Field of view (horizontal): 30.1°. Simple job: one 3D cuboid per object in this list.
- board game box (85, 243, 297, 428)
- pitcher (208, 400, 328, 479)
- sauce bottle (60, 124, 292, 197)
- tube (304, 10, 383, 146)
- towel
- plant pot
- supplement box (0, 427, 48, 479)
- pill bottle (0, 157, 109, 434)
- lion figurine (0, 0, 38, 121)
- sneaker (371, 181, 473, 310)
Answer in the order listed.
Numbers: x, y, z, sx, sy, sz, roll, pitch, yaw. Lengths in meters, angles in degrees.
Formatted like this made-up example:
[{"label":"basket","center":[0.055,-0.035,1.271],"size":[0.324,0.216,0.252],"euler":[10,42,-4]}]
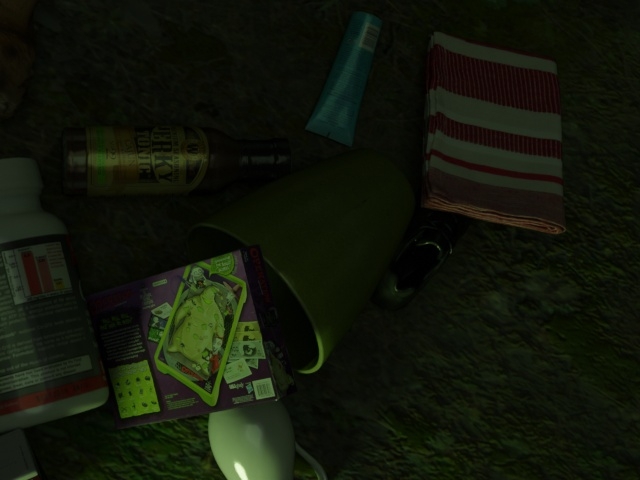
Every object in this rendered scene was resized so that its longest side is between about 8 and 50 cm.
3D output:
[{"label":"board game box","center":[-0.192,0.143,1.674],"size":[0.056,0.346,0.208],"euler":[-19,92,-49]},{"label":"pitcher","center":[-0.075,0.321,1.788],"size":[0.177,0.125,0.207],"euler":[-15,88,-45]},{"label":"sauce bottle","center":[-0.217,-0.121,1.794],"size":[0.344,0.111,0.111],"euler":[-3,85,-14]},{"label":"tube","center":[0.045,-0.261,1.900],"size":[0.080,0.052,0.207],"euler":[19,86,-5]},{"label":"towel","center":[0.278,-0.178,1.893],"size":[0.237,0.037,0.329],"euler":[11,62,-13]},{"label":"plant pot","center":[0.000,0.000,1.772],"size":[0.293,0.275,0.275],"euler":[-41,94,-26]},{"label":"supplement box","center":[-0.437,0.355,1.631],"size":[0.130,0.239,0.073],"euler":[-21,60,-14]},{"label":"pill bottle","center":[-0.439,0.080,1.671],"size":[0.210,0.210,0.363],"euler":[-14,87,-14]},{"label":"lion figurine","center":[-0.459,-0.382,1.746],"size":[0.240,0.142,0.392],"euler":[43,68,-39]},{"label":"sneaker","center":[0.183,-0.016,1.864],"size":[0.109,0.130,0.286],"euler":[31,78,-6]}]
